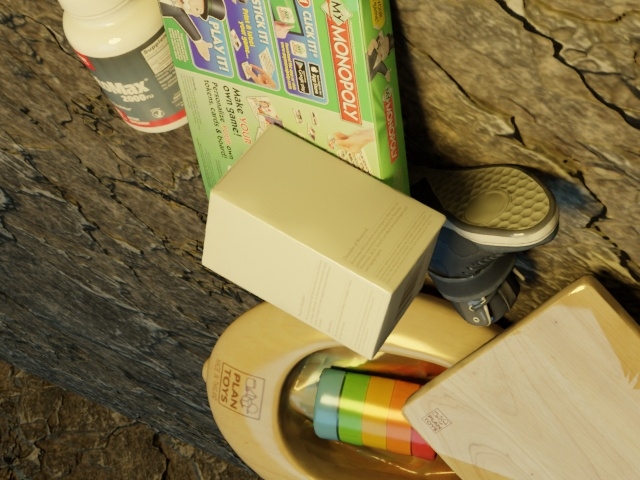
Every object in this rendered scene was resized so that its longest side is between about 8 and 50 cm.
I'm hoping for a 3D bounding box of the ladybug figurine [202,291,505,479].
[{"bbox_3d":[0.080,0.186,1.527,0.449,0.162,0.305,14,112,13],"label":"ladybug figurine"}]

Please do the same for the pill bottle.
[{"bbox_3d":[-0.175,-0.193,1.193,0.108,0.108,0.180,17,155,30],"label":"pill bottle"}]

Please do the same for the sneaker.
[{"bbox_3d":[0.167,0.011,1.214,0.226,0.086,0.163,14,145,57],"label":"sneaker"}]

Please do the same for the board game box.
[{"bbox_3d":[-0.029,-0.119,1.145,0.213,0.046,0.317,18,141,26],"label":"board game box"}]

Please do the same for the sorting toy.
[{"bbox_3d":[0.265,0.182,1.318,0.257,0.089,0.255,47,121,-6],"label":"sorting toy"}]

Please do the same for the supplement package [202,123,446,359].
[{"bbox_3d":[0.000,0.000,1.121,0.179,0.105,0.105,29,144,12],"label":"supplement package"}]
